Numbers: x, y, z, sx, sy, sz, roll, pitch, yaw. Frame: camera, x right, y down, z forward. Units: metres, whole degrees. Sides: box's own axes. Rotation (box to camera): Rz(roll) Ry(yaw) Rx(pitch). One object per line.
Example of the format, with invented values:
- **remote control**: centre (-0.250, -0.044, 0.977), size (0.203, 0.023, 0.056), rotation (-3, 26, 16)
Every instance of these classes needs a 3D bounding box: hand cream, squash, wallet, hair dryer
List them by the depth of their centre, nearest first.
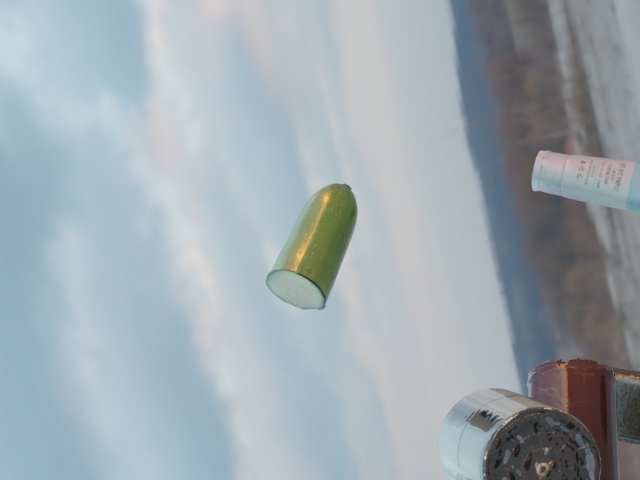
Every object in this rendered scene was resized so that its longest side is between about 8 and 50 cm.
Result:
- **hair dryer**: centre (0.124, 0.311, 1.514), size (0.128, 0.362, 0.203), rotation (45, 174, -6)
- **squash**: centre (0.000, 0.000, 2.041), size (0.188, 0.095, 0.095), rotation (-64, -29, -31)
- **wallet**: centre (0.473, 0.245, 2.095), size (0.031, 0.198, 0.110), rotation (16, -97, -68)
- **hand cream**: centre (0.499, -0.089, 2.302), size (0.070, 0.312, 0.111), rotation (64, -138, -60)

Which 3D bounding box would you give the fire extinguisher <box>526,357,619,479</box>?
- **fire extinguisher**: centre (0.309, 0.310, 1.639), size (0.106, 0.147, 0.337), rotation (107, 167, -64)
